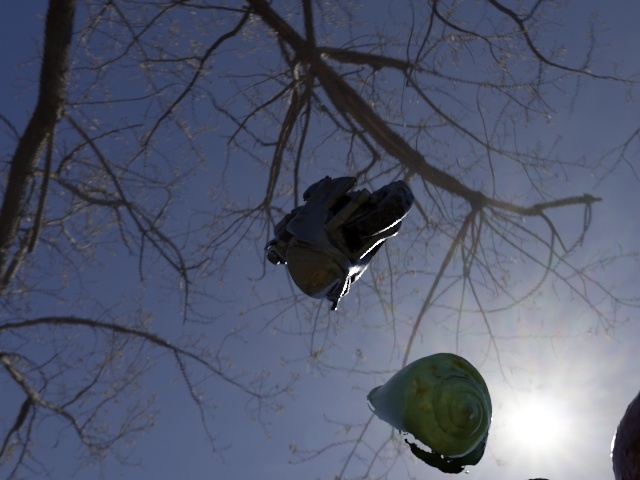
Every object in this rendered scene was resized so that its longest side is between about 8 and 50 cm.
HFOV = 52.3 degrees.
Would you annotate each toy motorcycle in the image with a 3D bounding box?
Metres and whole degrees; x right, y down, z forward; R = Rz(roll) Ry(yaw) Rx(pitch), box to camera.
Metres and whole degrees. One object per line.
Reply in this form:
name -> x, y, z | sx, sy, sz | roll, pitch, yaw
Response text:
toy motorcycle -> 0.000, 0.000, 0.760 | 0.106, 0.270, 0.159 | 46, -111, -15

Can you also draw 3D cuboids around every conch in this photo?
conch -> 0.148, 0.245, 0.894 | 0.144, 0.137, 0.250 | 20, -33, -2

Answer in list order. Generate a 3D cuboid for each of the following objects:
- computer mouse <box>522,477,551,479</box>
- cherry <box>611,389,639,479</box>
computer mouse -> 0.225, 0.369, 0.711 | 0.074, 0.122, 0.217 | 19, -94, -18
cherry -> 0.460, 0.257, 0.800 | 0.192, 0.175, 0.249 | 3, -81, 40
